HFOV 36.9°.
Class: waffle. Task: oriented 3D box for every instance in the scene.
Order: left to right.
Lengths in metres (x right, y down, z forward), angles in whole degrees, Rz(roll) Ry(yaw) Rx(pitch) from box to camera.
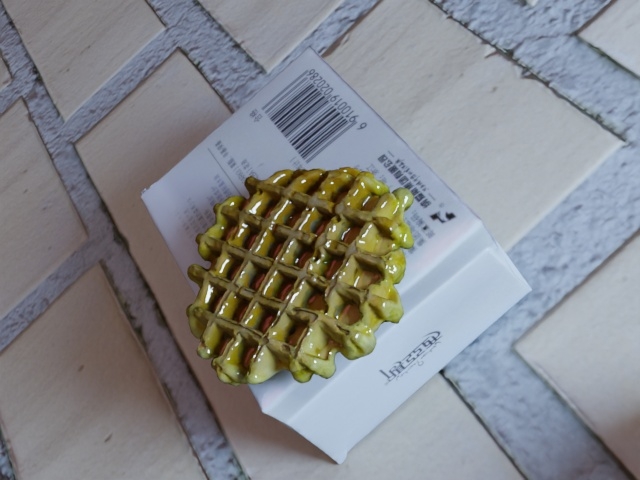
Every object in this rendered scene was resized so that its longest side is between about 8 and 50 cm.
[{"bbox_3d":[-0.020,0.020,0.670,0.191,0.038,0.191,-17,54,25],"label":"waffle"}]

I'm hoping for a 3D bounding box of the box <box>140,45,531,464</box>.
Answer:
[{"bbox_3d":[0.001,0.001,0.776,0.203,0.116,0.274,-42,46,4],"label":"box"}]
